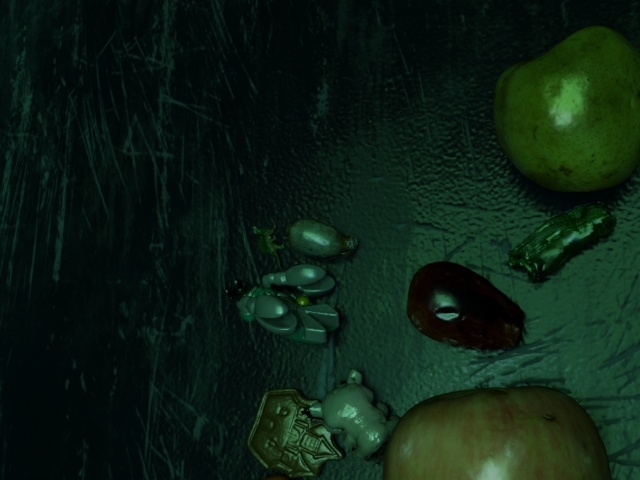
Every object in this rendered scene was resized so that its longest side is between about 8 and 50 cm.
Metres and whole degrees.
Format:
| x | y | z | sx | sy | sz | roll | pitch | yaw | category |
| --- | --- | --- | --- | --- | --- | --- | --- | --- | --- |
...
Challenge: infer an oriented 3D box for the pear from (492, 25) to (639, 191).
| x | y | z | sx | sy | sz | roll | pitch | yaw | category |
| --- | --- | --- | --- | --- | --- | --- | --- | --- | --- |
| 0.483 | -0.235 | 1.387 | 0.304 | 0.304 | 0.304 | -4 | 78 | 18 | pear |

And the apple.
| x | y | z | sx | sy | sz | roll | pitch | yaw | category |
| --- | --- | --- | --- | --- | --- | --- | --- | --- | --- |
| 0.293 | 0.428 | 1.266 | 0.391 | 0.391 | 0.346 | -6 | 80 | 17 | apple |

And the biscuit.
| x | y | z | sx | sy | sz | roll | pitch | yaw | category |
| --- | --- | --- | --- | --- | --- | --- | --- | --- | --- |
| -0.048 | 0.417 | 1.563 | 0.215 | 0.034 | 0.182 | 18 | 85 | 20 | biscuit |

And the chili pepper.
| x | y | z | sx | sy | sz | roll | pitch | yaw | category |
| --- | --- | --- | --- | --- | --- | --- | --- | --- | --- |
| 0.476 | 0.002 | 1.460 | 0.224 | 0.061 | 0.098 | -36 | 57 | 12 | chili pepper |

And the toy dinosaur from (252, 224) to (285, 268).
| x | y | z | sx | sy | sz | roll | pitch | yaw | category |
| --- | --- | --- | --- | --- | --- | --- | --- | --- | --- |
| -0.115 | 0.013 | 1.677 | 0.060 | 0.029 | 0.119 | -29 | 77 | 27 | toy dinosaur |

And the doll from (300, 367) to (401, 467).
| x | y | z | sx | sy | sz | roll | pitch | yaw | category |
| --- | --- | --- | --- | --- | --- | --- | --- | --- | --- |
| 0.073 | 0.365 | 1.498 | 0.192 | 0.095 | 0.149 | 41 | 84 | 23 | doll |

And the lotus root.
| x | y | z | sx | sy | sz | roll | pitch | yaw | category |
| --- | --- | --- | --- | --- | --- | --- | --- | --- | --- |
| -0.001 | 0.002 | 1.610 | 0.165 | 0.088 | 0.088 | 16 | 84 | 11 | lotus root |

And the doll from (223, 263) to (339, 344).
| x | y | z | sx | sy | sz | roll | pitch | yaw | category |
| --- | --- | --- | --- | --- | --- | --- | --- | --- | --- |
| -0.090 | 0.141 | 1.566 | 0.258 | 0.153 | 0.195 | -2 | 42 | 6 | doll |

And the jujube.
| x | y | z | sx | sy | sz | roll | pitch | yaw | category |
| --- | --- | --- | --- | --- | --- | --- | --- | --- | --- |
| 0.287 | 0.134 | 1.450 | 0.236 | 0.168 | 0.168 | 19 | 85 | 4 | jujube |

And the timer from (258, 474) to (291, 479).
| x | y | z | sx | sy | sz | roll | pitch | yaw | category |
| --- | --- | --- | --- | --- | --- | --- | --- | --- | --- |
| -0.078 | 0.551 | 1.517 | 0.136 | 0.099 | 0.136 | -1 | 83 | 7 | timer |
